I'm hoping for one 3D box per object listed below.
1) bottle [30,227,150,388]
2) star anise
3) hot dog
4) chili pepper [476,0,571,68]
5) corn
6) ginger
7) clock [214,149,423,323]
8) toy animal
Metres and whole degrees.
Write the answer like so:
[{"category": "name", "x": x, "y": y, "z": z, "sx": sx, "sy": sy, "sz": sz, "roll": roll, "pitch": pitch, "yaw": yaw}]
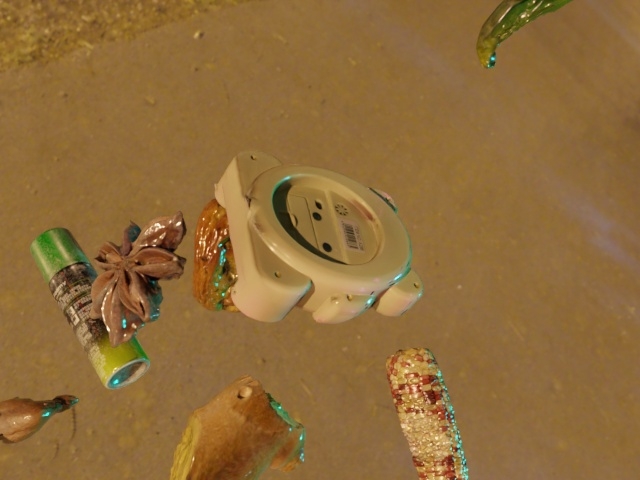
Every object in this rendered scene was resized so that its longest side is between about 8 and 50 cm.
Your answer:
[{"category": "bottle", "x": -0.436, "y": 0.120, "z": 1.470, "sx": 0.093, "sy": 0.093, "sz": 0.330, "roll": -6, "pitch": 52, "yaw": -51}, {"category": "star anise", "x": -0.265, "y": 0.058, "z": 1.124, "sx": 0.073, "sy": 0.212, "sz": 0.196, "roll": 28, "pitch": 67, "yaw": -41}, {"category": "hot dog", "x": -0.185, "y": 0.046, "z": 1.677, "sx": 0.196, "sy": 0.272, "sz": 0.122, "roll": -3, "pitch": 28, "yaw": -26}, {"category": "chili pepper", "x": 0.350, "y": -0.328, "z": 0.964, "sx": 0.076, "sy": 0.359, "sz": 0.085, "roll": 67, "pitch": 16, "yaw": 9}, {"category": "corn", "x": 0.188, "y": 0.327, "z": 1.360, "sx": 0.098, "sy": 0.098, "sz": 0.289, "roll": 1, "pitch": 70, "yaw": -48}, {"category": "ginger", "x": -0.137, "y": 0.362, "z": 1.302, "sx": 0.221, "sy": 0.275, "sz": 0.130, "roll": 9, "pitch": 9, "yaw": -26}, {"category": "clock", "x": 0.000, "y": 0.000, "z": 1.231, "sx": 0.310, "sy": 0.114, "sz": 0.284, "roll": 10, "pitch": 45, "yaw": -29}, {"category": "toy animal", "x": -0.554, "y": 0.326, "z": 1.450, "sx": 0.179, "sy": 0.188, "sz": 0.089, "roll": -18, "pitch": 90, "yaw": -49}]
